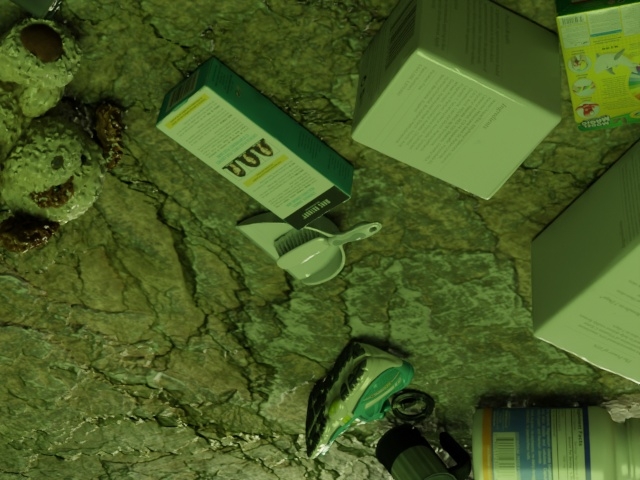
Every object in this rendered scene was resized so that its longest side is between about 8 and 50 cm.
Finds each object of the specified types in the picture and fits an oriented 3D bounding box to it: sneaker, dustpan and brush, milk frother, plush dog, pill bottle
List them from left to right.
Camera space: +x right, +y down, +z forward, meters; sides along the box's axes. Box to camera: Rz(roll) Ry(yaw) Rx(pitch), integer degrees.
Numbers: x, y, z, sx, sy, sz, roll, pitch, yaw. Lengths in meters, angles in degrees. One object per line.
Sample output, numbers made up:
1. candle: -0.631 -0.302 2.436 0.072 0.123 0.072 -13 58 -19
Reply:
1. plush dog: -0.366 -0.112 1.451 0.225 0.262 0.210 45 160 -22
2. dustpan and brush: 0.000 0.000 1.605 0.211 0.060 0.147 -26 128 32
3. sneaker: 0.051 0.265 1.861 0.110 0.107 0.275 14 138 -21
4. milk frother: 0.157 0.331 1.878 0.129 0.135 0.143 -35 126 -5
5. pill bottle: 0.377 0.333 1.845 0.272 0.152 0.152 -3 137 11

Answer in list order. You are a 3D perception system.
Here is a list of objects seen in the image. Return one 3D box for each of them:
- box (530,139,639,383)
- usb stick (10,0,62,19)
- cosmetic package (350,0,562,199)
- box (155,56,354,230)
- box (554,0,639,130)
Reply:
1. box: 0.447 0.007 1.467 0.215 0.168 0.345 24 135 -18
2. usb stick: -0.406 -0.338 1.310 0.278 0.045 0.077 29 134 -21
3. cosmetic package: 0.152 -0.173 1.327 0.183 0.151 0.151 24 136 -15
4. box: -0.078 -0.117 1.489 0.244 0.060 0.100 36 131 -28
5. box: 0.331 -0.203 1.350 0.105 0.043 0.179 -7 133 15
